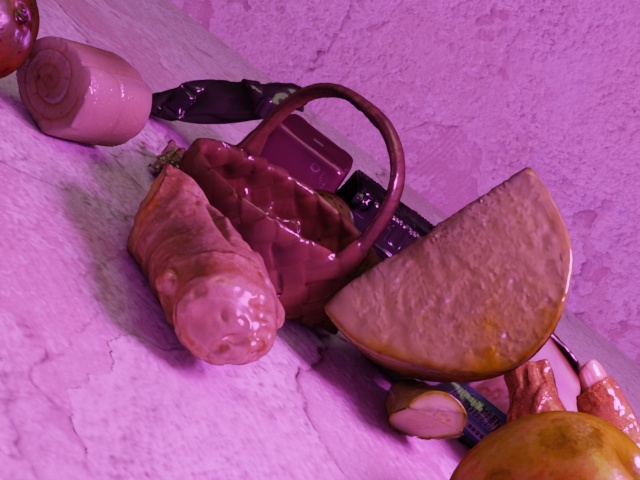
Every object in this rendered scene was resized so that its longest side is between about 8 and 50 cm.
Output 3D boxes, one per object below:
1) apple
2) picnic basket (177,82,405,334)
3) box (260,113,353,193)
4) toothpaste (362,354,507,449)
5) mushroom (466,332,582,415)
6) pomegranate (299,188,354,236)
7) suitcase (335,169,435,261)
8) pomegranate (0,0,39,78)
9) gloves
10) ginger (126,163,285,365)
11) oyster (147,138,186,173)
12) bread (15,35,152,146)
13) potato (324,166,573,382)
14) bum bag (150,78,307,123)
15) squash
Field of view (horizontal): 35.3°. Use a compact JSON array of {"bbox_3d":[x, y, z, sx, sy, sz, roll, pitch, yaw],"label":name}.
[{"bbox_3d":[0.259,0.302,1.070,0.246,0.226,0.246,37,14,-11],"label":"apple"},{"bbox_3d":[-0.023,-0.069,1.404,0.337,0.337,0.293,21,21,-53],"label":"picnic basket"},{"bbox_3d":[-0.051,-0.120,1.855,0.193,0.167,0.294,39,12,-3],"label":"box"},{"bbox_3d":[0.191,0.237,1.479,0.392,0.061,0.099,39,54,9],"label":"toothpaste"},{"bbox_3d":[0.314,0.229,1.581,0.267,0.189,0.164,38,-1,9],"label":"mushroom"},{"bbox_3d":[0.000,-0.004,1.644,0.169,0.148,0.148,37,12,9],"label":"pomegranate"},{"bbox_3d":[0.110,-0.001,1.933,0.229,0.152,0.335,38,10,-7],"label":"suitcase"},{"bbox_3d":[-0.484,-0.304,1.349,0.209,0.180,0.180,13,4,20],"label":"pomegranate"},{"bbox_3d":[0.345,0.300,1.349,0.155,0.203,0.356,-1,52,-36],"label":"gloves"},{"bbox_3d":[-0.143,0.024,1.171,0.190,0.126,0.354,19,23,-42],"label":"ginger"},{"bbox_3d":[-0.222,-0.115,1.628,0.105,0.056,0.177,50,11,16],"label":"oyster"},{"bbox_3d":[-0.340,-0.210,1.439,0.148,0.134,0.141,35,14,26],"label":"bread"},{"bbox_3d":[0.210,0.102,1.369,0.213,0.330,0.280,59,8,19],"label":"potato"},{"bbox_3d":[-0.182,-0.260,1.847,0.326,0.080,0.142,-1,22,13],"label":"bum bag"},{"bbox_3d":[0.124,0.223,1.327,0.090,0.075,0.200,2,-1,-9],"label":"squash"}]
